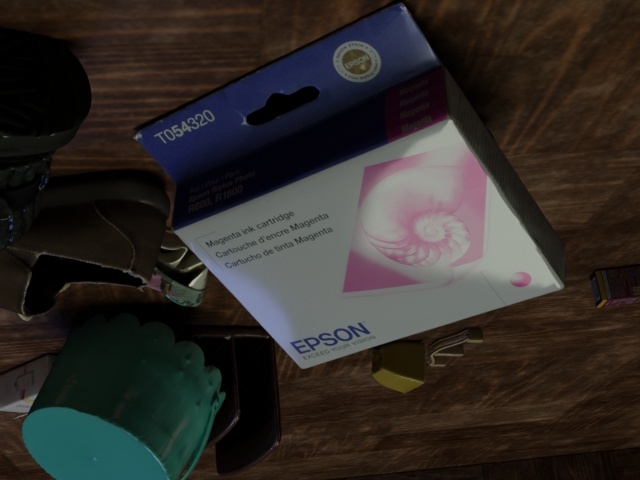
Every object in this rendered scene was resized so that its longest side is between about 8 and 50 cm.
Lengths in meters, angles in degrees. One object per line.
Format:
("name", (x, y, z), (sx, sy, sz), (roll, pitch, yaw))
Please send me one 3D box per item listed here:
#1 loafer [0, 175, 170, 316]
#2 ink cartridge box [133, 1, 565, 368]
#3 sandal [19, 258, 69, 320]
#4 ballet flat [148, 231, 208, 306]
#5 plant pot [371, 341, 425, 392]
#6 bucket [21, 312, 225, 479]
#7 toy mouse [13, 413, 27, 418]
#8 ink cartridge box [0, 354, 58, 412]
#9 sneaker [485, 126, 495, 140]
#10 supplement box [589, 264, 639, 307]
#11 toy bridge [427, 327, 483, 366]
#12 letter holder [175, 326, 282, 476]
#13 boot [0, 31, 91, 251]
("loafer", (-0.347, 0.018, 1.086), (0.366, 0.130, 0.134), (-10, 158, 6))
("ink cartridge box", (0.025, -0.028, 0.973), (0.324, 0.071, 0.330), (-21, 126, 30))
("sandal", (-0.391, 0.069, 1.269), (0.240, 0.079, 0.088), (-12, 158, 11))
("ballet flat", (-0.194, 0.031, 1.265), (0.079, 0.076, 0.221), (-35, 150, 14))
("plant pot", (0.144, 0.236, 1.874), (0.083, 0.081, 0.081), (15, 152, -20))
("bucket", (-0.303, 0.266, 1.501), (0.281, 0.183, 0.281), (13, 135, 13))
("toy mouse", (-0.503, 0.319, 1.930), (0.161, 0.031, 0.143), (6, 155, -32))
("ink cartridge box", (-0.464, 0.251, 1.722), (0.198, 0.067, 0.115), (-22, 155, 36))
("sneaker", (0.105, -0.052, 1.117), (0.087, 0.130, 0.227), (25, 112, -20))
("supplement box", (0.490, 0.075, 1.606), (0.083, 0.054, 0.043), (-6, 160, -2))
("toy bridge", (0.246, 0.211, 1.907), (0.063, 0.026, 0.188), (3, 156, -19))
("letter holder", (-0.197, 0.298, 1.727), (0.152, 0.214, 0.302), (3, 156, -26))
("boot", (-0.388, -0.075, 0.839), (0.348, 0.131, 0.260), (6, 155, -31))
